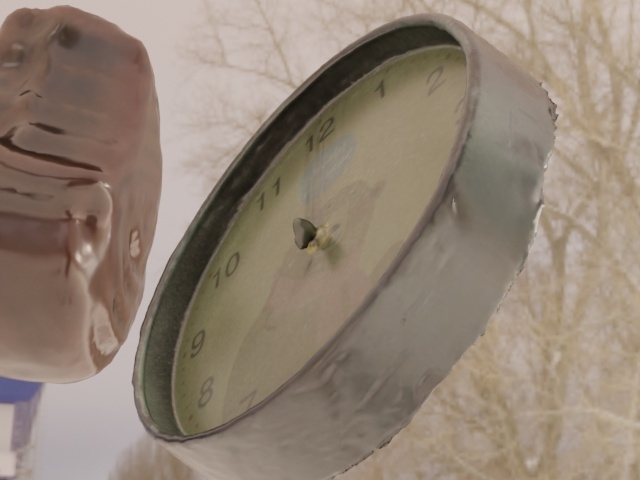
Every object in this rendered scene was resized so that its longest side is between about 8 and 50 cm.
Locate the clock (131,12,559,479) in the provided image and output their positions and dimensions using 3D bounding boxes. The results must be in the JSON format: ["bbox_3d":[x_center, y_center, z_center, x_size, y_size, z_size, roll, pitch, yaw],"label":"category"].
[{"bbox_3d":[0.000,0.000,0.540,0.055,0.280,0.281,36,-35,-24],"label":"clock"}]

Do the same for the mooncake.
[{"bbox_3d":[-0.238,-0.045,0.930,0.174,0.333,0.326,10,11,-3],"label":"mooncake"}]
